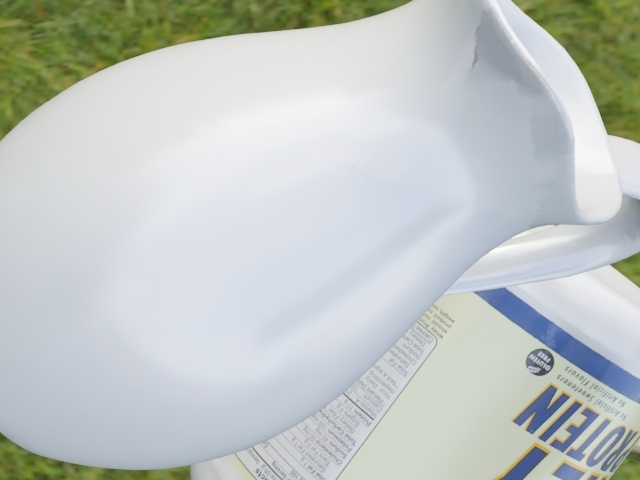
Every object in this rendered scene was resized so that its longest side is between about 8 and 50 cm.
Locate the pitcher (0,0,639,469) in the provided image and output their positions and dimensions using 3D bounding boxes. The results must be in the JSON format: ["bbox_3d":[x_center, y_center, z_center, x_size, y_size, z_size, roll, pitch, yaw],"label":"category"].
[{"bbox_3d":[0.000,0.000,0.566,0.178,0.207,0.125,37,33,-52],"label":"pitcher"}]

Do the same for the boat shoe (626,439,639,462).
[{"bbox_3d":[0.256,0.137,1.295,0.178,0.064,0.060,19,73,-20],"label":"boat shoe"}]

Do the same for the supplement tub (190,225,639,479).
[{"bbox_3d":[0.062,0.129,1.178,0.235,0.235,0.325,30,100,-33],"label":"supplement tub"}]
